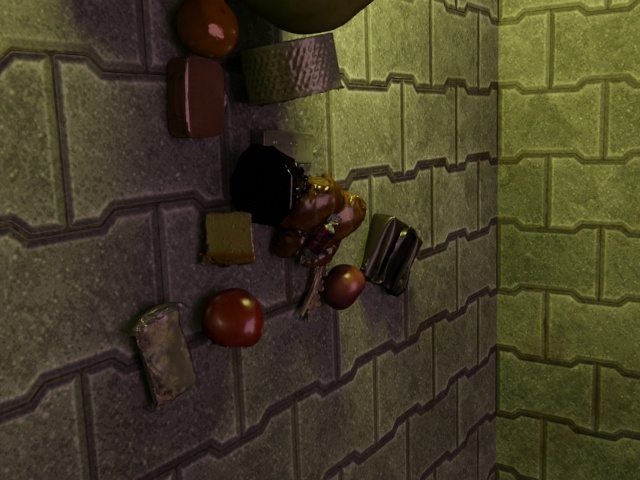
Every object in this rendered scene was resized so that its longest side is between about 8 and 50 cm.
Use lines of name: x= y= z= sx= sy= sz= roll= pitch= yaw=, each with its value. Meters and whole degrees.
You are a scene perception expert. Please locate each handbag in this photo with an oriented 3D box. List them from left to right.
handbag: x=-0.299 y=-0.343 z=1.695 sx=0.151 sy=0.072 sz=0.193 roll=-7 pitch=98 yaw=-55
handbag: x=0.255 y=0.059 z=2.521 sx=0.285 sy=0.113 sz=0.257 roll=34 pitch=73 yaw=-52

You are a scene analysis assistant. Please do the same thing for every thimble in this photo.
thimble: x=-0.076 y=-0.452 z=1.839 sx=0.271 sy=0.271 sz=0.150 roll=-31 pitch=117 yaw=-50

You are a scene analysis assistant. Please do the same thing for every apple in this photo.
apple: x=-0.023 y=-0.748 z=1.734 sx=0.473 sy=0.473 sz=0.473 roll=-9 pitch=101 yaw=-55
apple: x=0.070 y=0.145 z=2.224 sx=0.120 sy=0.153 sz=0.153 roll=42 pitch=51 yaw=-5

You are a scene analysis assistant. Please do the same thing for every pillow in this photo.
pillow: x=-0.375 y=0.274 z=1.664 sx=0.169 sy=0.059 sz=0.255 roll=-34 pitch=123 yaw=-48

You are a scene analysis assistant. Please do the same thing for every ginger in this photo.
ginger: x=-0.027 y=-0.063 z=2.061 sx=0.357 sy=0.152 sz=0.274 roll=25 pitch=102 yaw=-50

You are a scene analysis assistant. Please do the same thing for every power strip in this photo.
power strip: x=-0.092 y=-0.270 z=2.021 sx=0.288 sy=0.053 sz=0.093 roll=-8 pitch=100 yaw=-54

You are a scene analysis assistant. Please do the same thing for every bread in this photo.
bread: x=-0.221 y=-0.004 z=1.784 sx=0.127 sy=0.152 sz=0.147 roll=-9 pitch=99 yaw=-63

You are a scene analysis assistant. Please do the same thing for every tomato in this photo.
tomato: x=-0.219 y=0.200 z=1.797 sx=0.167 sy=0.167 sz=0.167 roll=-9 pitch=101 yaw=-55

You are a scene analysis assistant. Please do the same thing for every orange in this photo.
orange: x=-0.271 y=-0.510 z=1.665 sx=0.156 sy=0.124 sz=0.156 roll=31 pitch=43 yaw=-35

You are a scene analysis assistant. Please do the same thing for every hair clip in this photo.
hair clip: x=-0.017 y=0.150 z=2.172 sx=0.056 sy=0.062 sz=0.214 roll=53 pitch=52 yaw=-58

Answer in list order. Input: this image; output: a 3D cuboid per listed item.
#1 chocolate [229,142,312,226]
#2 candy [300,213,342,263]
chocolate: x=-0.105 y=-0.153 z=1.852 sx=0.177 sy=0.224 sz=0.206 roll=-9 pitch=104 yaw=-51
candy: x=0.000 y=0.000 z=1.981 sx=0.045 sy=0.043 sz=0.175 roll=33 pitch=97 yaw=-43
